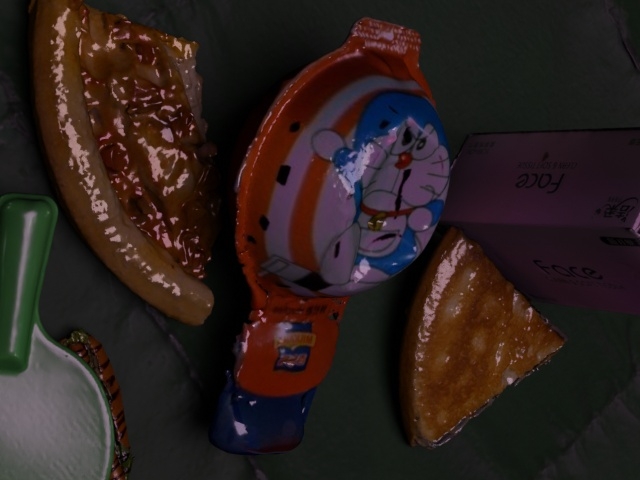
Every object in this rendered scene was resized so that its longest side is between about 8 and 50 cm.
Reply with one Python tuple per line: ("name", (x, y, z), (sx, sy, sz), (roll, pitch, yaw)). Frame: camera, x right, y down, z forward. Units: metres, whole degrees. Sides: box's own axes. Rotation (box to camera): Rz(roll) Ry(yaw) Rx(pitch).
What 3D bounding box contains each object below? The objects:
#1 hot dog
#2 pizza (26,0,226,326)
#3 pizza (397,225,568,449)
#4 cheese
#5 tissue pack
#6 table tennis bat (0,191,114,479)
("hot dog", (-0.160, 0.122, 0.956), (0.049, 0.037, 0.122), (-22, 101, -25))
("pizza", (-0.130, -0.066, 0.954), (0.134, 0.056, 0.271), (-17, 101, -28))
("pizza", (0.135, 0.071, 1.124), (0.176, 0.036, 0.185), (-11, 109, -34))
("cheese", (0.000, 0.000, 0.988), (0.217, 0.129, 0.329), (7, 105, -50))
("tissue pack", (0.219, -0.011, 1.055), (0.148, 0.246, 0.092), (34, 75, -27))
("table tennis bat", (-0.212, 0.095, 0.909), (0.160, 0.039, 0.257), (7, 94, -17))
